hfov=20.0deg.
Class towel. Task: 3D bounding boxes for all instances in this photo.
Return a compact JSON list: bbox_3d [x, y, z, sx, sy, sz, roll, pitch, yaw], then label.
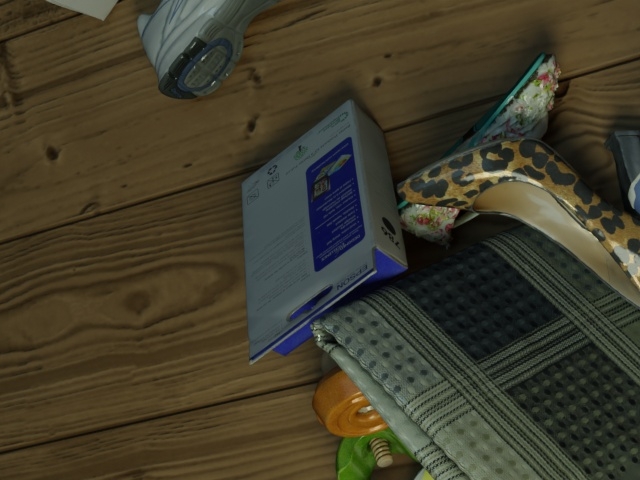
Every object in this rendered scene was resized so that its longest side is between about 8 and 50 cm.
[{"bbox_3d":[0.201,0.136,1.706,0.324,0.312,0.056,45,138,27],"label":"towel"}]

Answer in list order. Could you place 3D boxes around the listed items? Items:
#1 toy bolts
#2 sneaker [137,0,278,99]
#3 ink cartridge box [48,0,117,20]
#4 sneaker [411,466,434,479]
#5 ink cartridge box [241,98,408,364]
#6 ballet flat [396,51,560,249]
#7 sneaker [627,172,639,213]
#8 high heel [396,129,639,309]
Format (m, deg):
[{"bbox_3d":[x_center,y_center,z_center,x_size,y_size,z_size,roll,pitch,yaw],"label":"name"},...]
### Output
[{"bbox_3d":[0.086,0.113,1.818,0.228,0.218,0.158,-23,56,5],"label":"toy bolts"},{"bbox_3d":[-0.104,-0.300,2.025,0.297,0.111,0.129,-45,59,15],"label":"sneaker"},{"bbox_3d":[-0.268,-0.434,2.124,0.207,0.117,0.283,44,103,26],"label":"ink cartridge box"},{"bbox_3d":[0.129,0.325,1.823,0.094,0.081,0.208,0,89,22],"label":"sneaker"},{"bbox_3d":[0.000,0.000,1.839,0.165,0.065,0.332,-36,28,20],"label":"ink cartridge box"},{"bbox_3d":[0.176,-0.087,1.862,0.077,0.091,0.241,42,110,-4],"label":"ballet flat"},{"bbox_3d":[0.439,-0.070,1.571,0.315,0.127,0.182,-44,70,24],"label":"sneaker"},{"bbox_3d":[0.214,-0.005,1.762,0.261,0.093,0.186,-8,72,-6],"label":"high heel"}]
